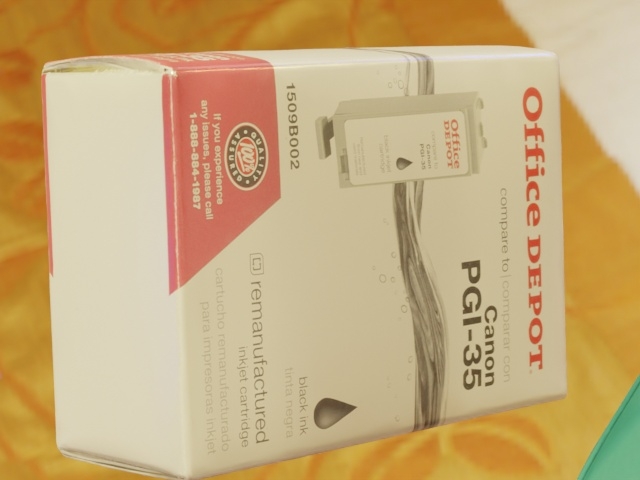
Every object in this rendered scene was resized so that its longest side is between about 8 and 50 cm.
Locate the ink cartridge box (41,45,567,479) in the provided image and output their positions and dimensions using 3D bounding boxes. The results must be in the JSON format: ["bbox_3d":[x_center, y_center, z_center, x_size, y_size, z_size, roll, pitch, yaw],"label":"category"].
[{"bbox_3d":[0.000,0.000,1.054,0.283,0.207,0.117,-7,8,-42],"label":"ink cartridge box"}]

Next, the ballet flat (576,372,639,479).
[{"bbox_3d":[0.103,0.193,0.547,0.164,0.182,0.483,-23,25,53],"label":"ballet flat"}]
